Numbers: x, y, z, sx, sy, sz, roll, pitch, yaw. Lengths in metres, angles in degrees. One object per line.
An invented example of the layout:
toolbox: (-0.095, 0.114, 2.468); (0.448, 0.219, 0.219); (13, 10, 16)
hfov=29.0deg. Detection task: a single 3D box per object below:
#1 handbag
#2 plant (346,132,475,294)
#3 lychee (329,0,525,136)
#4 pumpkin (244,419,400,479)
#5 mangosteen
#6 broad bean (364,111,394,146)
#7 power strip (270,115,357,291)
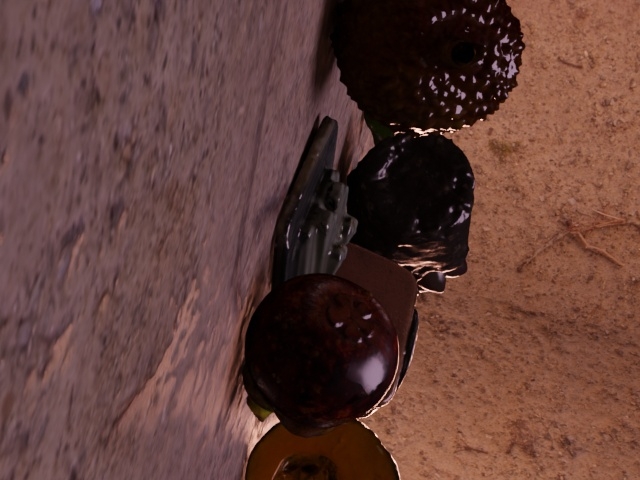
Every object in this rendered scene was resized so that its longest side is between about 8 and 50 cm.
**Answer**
handbag: (0.035, 0.109, 1.456); (0.072, 0.151, 0.193); (129, -19, -59)
plant: (0.127, -0.026, 1.747); (0.321, 0.194, 0.181); (103, -16, -71)
lychee: (0.108, -0.192, 1.239); (0.238, 0.200, 0.200); (-129, -130, -69)
pumpkin: (0.002, 0.358, 1.391); (0.139, 0.222, 0.317); (96, 10, -57)
mangosteen: (-0.001, 0.120, 1.187); (0.156, 0.145, 0.181); (-74, 174, -47)
broad bean: (0.089, -0.208, 1.760); (0.061, 0.046, 0.195); (-59, 161, -31)
power strip: (0.000, 0.000, 1.318); (0.213, 0.064, 0.198); (98, 10, -49)
